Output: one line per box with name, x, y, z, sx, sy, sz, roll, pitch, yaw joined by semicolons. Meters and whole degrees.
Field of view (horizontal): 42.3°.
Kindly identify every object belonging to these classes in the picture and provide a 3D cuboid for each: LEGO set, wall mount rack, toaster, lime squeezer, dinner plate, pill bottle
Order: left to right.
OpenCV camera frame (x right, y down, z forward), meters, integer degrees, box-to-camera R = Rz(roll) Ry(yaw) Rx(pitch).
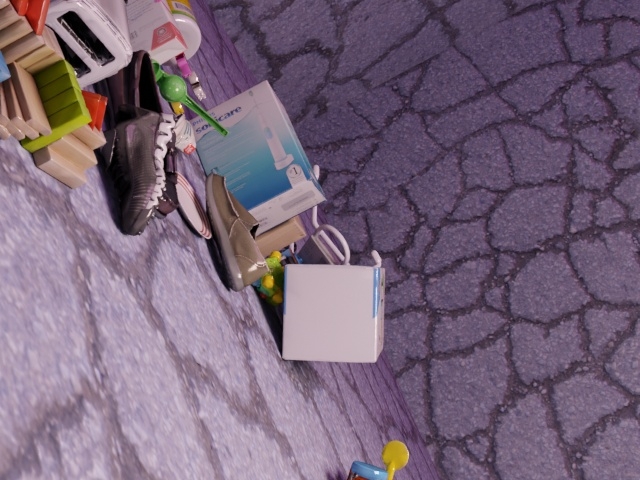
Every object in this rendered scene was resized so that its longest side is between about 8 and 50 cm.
toaster;-0.356;-0.324;1.164;0.227;0.129;0.146;56;12;-59
pill bottle;-0.366;-0.527;1.883;0.246;0.136;0.136;67;7;32
lime squeezer;-0.304;-0.309;1.648;0.110;0.059;0.310;33;1;44
LEGO set;-0.311;-0.338;1.822;0.227;0.087;0.093;65;2;-81
dinner plate;-0.242;-0.063;1.522;0.141;0.017;0.141;62;5;-10
wall mount rack;0.000;0.000;2.087;0.304;0.130;0.350;54;-31;10

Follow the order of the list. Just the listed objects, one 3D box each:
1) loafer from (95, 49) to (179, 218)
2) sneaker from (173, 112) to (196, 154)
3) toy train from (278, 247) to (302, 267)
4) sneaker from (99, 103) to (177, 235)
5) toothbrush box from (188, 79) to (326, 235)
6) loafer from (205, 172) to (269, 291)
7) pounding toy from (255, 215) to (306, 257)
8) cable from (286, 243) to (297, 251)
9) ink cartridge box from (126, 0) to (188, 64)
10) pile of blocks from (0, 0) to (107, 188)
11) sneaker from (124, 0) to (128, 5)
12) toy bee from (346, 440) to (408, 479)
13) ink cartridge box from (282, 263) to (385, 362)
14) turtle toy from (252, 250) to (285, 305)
loafer;-0.280;-0.182;1.332;0.303;0.095;0.109;65;7;21
sneaker;-0.276;-0.207;1.653;0.075;0.057;0.161;56;5;-14
toy train;-0.062;0.107;2.028;0.184;0.080;0.105;64;12;2
sneaker;-0.276;-0.109;1.189;0.106;0.078;0.234;21;48;-23
toothbrush box;-0.148;-0.182;1.883;0.296;0.216;0.126;65;6;26
loafer;-0.162;-0.021;1.583;0.094;0.087;0.251;104;-30;-63
pounding toy;-0.094;-0.085;1.958;0.181;0.206;0.094;66;7;30
cable;-0.102;-0.036;2.432;0.151;0.047;0.184;66;6;20
ink cartridge box;-0.365;-0.454;1.688;0.198;0.115;0.067;65;7;16
pile of blocks;-0.336;-0.212;0.918;0.362;0.112;0.149;57;9;-44
sneaker;-0.403;-0.465;1.612;0.063;0.073;0.162;57;9;-45
toy bee;0.117;0.486;1.519;0.298;0.162;0.195;-50;157;-75
ink cartridge box;0.036;0.151;1.805;0.270;0.197;0.198;11;80;-83
turtle toy;-0.106;0.091;1.772;0.095;0.066;0.130;-77;149;-43
